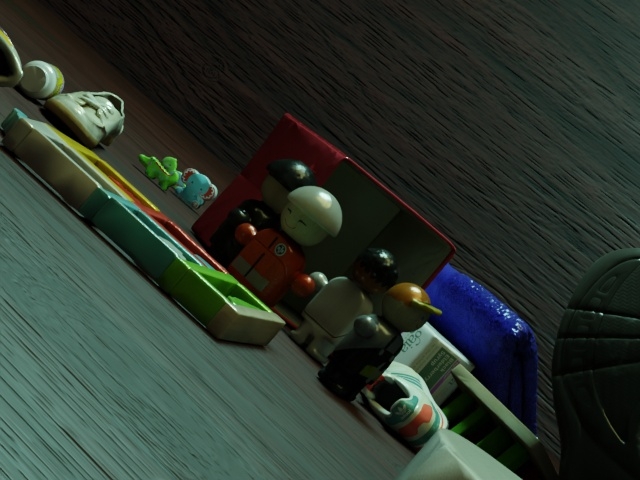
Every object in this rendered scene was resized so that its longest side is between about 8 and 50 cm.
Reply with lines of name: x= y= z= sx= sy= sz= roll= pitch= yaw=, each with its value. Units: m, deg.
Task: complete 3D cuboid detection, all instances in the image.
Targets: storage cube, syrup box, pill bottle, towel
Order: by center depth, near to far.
storage cube: x=0.000 y=0.000 z=1.859 sx=0.215 sy=0.183 sz=0.193 roll=38 pitch=2 yaw=-29
pill bottle: x=-0.319 y=-0.182 z=1.859 sx=0.043 sy=0.043 sz=0.083 roll=40 pitch=3 yaw=-1
syrup box: x=0.076 y=0.113 z=2.019 sx=0.096 sy=0.093 sz=0.237 roll=39 pitch=3 yaw=-40
towel: x=0.161 y=0.141 z=2.077 sx=0.308 sy=0.076 sz=0.227 roll=40 pitch=-39 yaw=52

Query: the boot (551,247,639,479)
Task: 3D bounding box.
boot: x=0.352 y=0.224 z=1.831 sx=0.138 sy=0.377 sz=0.284 roll=-3 pitch=-20 yaw=19

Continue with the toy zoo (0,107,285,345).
toy zoo: x=-0.164 y=-0.018 z=1.412 sx=0.293 sy=0.030 sz=0.192 roll=41 pitch=2 yaw=12

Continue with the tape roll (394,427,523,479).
tape roll: x=0.210 y=0.287 z=1.199 sx=0.392 sy=0.072 sz=0.392 roll=41 pitch=2 yaw=-2

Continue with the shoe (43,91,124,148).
shoe: x=-0.268 y=-0.150 z=1.894 sx=0.076 sy=0.058 sz=0.219 roll=40 pitch=2 yaw=0

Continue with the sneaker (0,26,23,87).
sneaker: x=-0.356 y=-0.214 z=1.556 sx=0.185 sy=0.069 sz=0.084 roll=37 pitch=-1 yaw=-39

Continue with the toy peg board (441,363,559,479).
toy peg board: x=0.197 y=0.251 z=1.859 sx=0.161 sy=0.079 sz=0.160 roll=45 pitch=-11 yaw=47

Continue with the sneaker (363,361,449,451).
sneaker: x=0.073 y=0.152 z=1.681 sx=0.075 sy=0.057 sz=0.161 roll=46 pitch=2 yaw=-29

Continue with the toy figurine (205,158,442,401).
toy figurine: x=-0.001 y=0.034 z=1.620 sx=0.209 sy=0.148 sz=0.213 roll=40 pitch=2 yaw=-15

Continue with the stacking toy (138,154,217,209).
stacking toy: x=-0.135 y=-0.045 z=2.155 sx=0.221 sy=0.052 sz=0.167 roll=40 pitch=2 yaw=2
